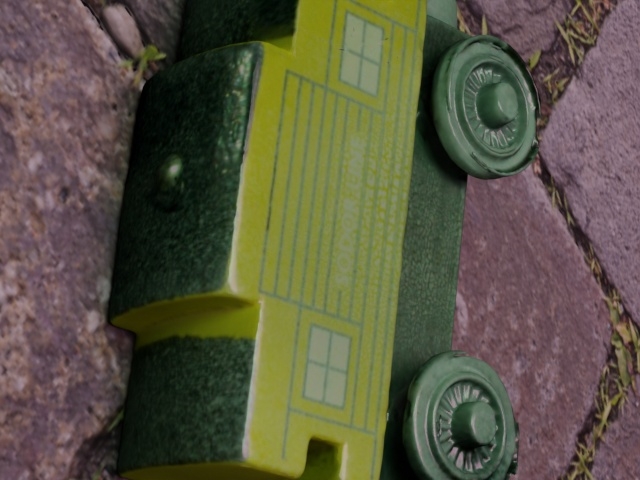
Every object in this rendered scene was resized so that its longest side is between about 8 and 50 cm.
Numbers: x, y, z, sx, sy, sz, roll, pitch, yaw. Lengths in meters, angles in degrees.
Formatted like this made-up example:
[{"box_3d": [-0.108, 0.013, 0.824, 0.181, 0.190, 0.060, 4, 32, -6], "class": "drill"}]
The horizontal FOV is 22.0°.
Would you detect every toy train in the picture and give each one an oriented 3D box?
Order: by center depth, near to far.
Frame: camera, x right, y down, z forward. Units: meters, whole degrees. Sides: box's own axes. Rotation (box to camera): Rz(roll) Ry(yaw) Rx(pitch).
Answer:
[{"box_3d": [0.000, 0.000, 1.122, 0.272, 0.179, 0.442, 20, 68, -38], "class": "toy train"}]
